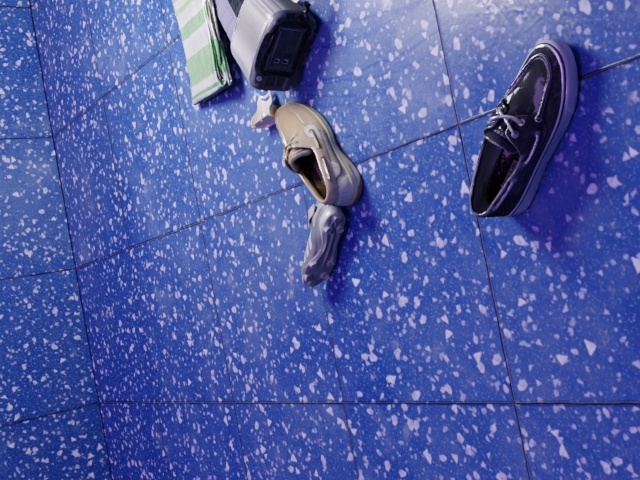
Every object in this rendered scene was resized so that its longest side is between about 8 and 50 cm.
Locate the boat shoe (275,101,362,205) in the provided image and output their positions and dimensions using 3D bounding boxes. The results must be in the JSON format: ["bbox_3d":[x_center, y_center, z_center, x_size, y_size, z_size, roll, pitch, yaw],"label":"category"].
[{"bbox_3d":[-0.027,-0.188,1.772,0.302,0.098,0.109,56,137,30],"label":"boat shoe"}]

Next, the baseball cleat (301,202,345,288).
[{"bbox_3d":[0.000,0.000,1.815,0.206,0.072,0.109,-66,33,29],"label":"baseball cleat"}]

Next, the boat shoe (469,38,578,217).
[{"bbox_3d":[0.308,-0.170,1.322,0.108,0.102,0.301,44,130,40],"label":"boat shoe"}]

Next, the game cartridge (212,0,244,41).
[{"bbox_3d":[-0.162,-0.650,1.900,0.355,0.068,0.230,-52,52,44],"label":"game cartridge"}]

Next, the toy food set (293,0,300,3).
[{"bbox_3d":[-0.037,-0.587,1.699,0.132,0.038,0.192,44,107,38],"label":"toy food set"}]

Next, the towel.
[{"bbox_3d":[-0.311,-0.519,2.097,0.248,0.038,0.324,-8,96,64],"label":"towel"}]

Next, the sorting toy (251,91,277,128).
[{"bbox_3d":[-0.125,-0.306,1.933,0.083,0.045,0.075,-23,71,53],"label":"sorting toy"}]

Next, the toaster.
[{"bbox_3d":[-0.105,-0.445,1.804,0.146,0.129,0.227,52,133,37],"label":"toaster"}]
